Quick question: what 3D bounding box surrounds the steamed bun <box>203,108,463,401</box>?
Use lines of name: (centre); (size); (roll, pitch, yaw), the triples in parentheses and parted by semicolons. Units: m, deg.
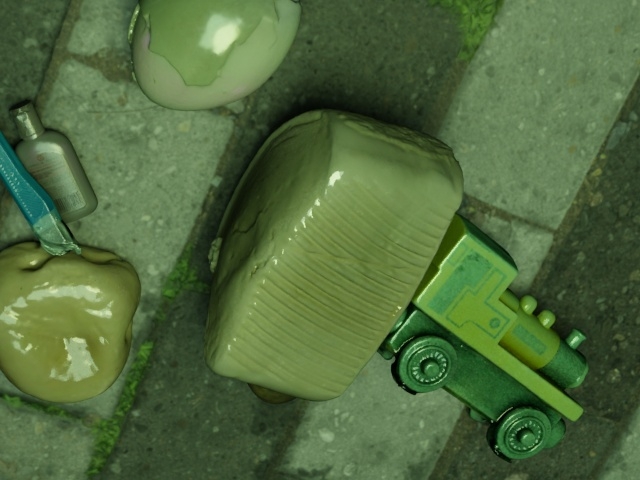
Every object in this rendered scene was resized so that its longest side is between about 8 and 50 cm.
steamed bun: (-0.003, 0.001, 1.431); (0.247, 0.236, 0.383); (17, 115, -26)

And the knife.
knife: (-0.395, -0.102, 1.399); (0.044, 0.026, 0.296); (-28, 99, 13)

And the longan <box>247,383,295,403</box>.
longan: (-0.052, 0.172, 1.561); (0.119, 0.106, 0.106); (-33, 114, -11)

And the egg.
egg: (-0.135, -0.249, 1.332); (0.183, 0.183, 0.217); (36, 112, -21)

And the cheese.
cheese: (-0.341, 0.103, 1.472); (0.218, 0.117, 0.235); (-39, 116, 5)

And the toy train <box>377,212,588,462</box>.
toy train: (0.246, 0.151, 1.582); (0.369, 0.150, 0.237); (37, 96, -22)

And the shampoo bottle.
shampoo bottle: (-0.353, -0.100, 1.428); (0.080, 0.040, 0.165); (-18, 113, 6)
